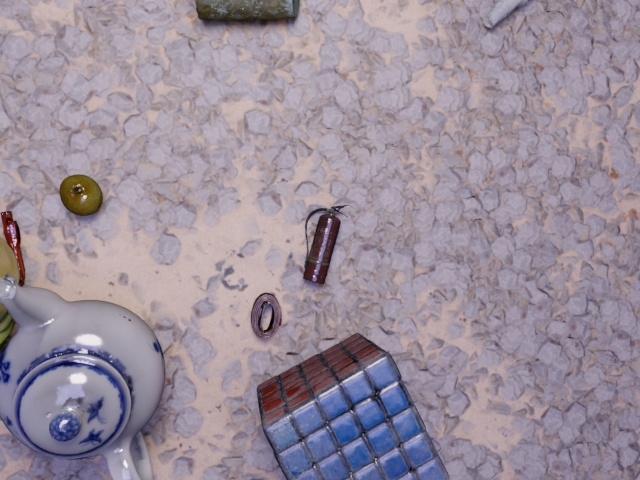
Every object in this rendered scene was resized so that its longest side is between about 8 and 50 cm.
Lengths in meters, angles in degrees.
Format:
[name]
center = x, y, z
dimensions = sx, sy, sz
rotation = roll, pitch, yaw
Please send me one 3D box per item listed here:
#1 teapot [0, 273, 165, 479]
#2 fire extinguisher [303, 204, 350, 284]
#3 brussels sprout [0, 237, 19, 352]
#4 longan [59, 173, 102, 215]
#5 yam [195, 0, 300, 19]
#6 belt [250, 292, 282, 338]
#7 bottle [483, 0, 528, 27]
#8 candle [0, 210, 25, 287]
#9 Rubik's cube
[teapot]
center = -0.373, 0.230, 0.836
dimensions = 0.252, 0.280, 0.424
rotation = -26, 106, -9
[fire extinguisher]
center = 0.000, 0.000, 1.017
dimensions = 0.078, 0.045, 0.157
rotation = 15, 89, 14
[brussels sprout]
center = -0.641, 0.116, 0.812
dimensions = 0.343, 0.268, 0.345
rotation = 1, 83, -7
[longan]
center = -0.419, -0.080, 0.934
dimensions = 0.075, 0.083, 0.075
rotation = 2, 82, -15
[yam]
center = -0.127, -0.453, 0.963
dimensions = 0.193, 0.107, 0.108
rotation = -3, 91, -9
[belt]
center = -0.101, 0.142, 1.005
dimensions = 0.059, 0.036, 0.083
rotation = 8, 90, -9
[bottle]
center = 0.404, -0.506, 1.063
dimensions = 0.060, 0.060, 0.217
rotation = 44, 86, -6
[candle]
center = -0.540, 0.031, 0.949
dimensions = 0.026, 0.021, 0.168
rotation = -11, 92, -7
[Rubik's cube]
center = 0.043, 0.328, 0.925
dimensions = 0.237, 0.238, 0.237
rotation = -26, 93, -6
